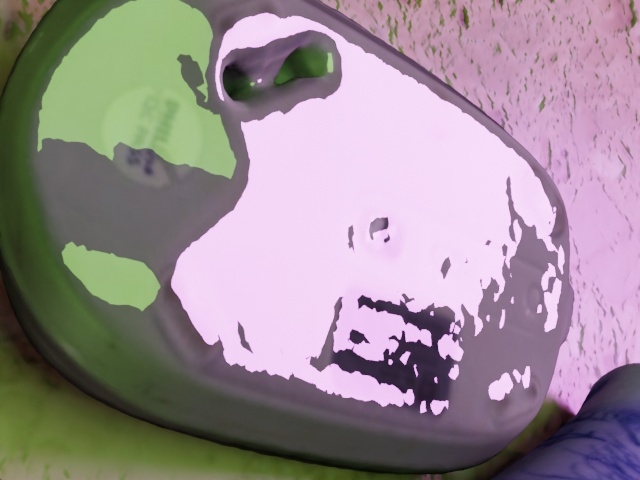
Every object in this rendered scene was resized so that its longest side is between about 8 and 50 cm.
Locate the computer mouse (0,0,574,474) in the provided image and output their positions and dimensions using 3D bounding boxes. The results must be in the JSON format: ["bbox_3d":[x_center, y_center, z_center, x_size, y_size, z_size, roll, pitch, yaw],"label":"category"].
[{"bbox_3d":[-0.004,0.000,0.588,0.331,0.095,0.197,25,75,-42],"label":"computer mouse"}]

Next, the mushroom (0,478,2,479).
[{"bbox_3d":[-0.243,0.127,0.375,0.329,0.122,0.159,15,35,-36],"label":"mushroom"}]

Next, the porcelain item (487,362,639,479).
[{"bbox_3d":[0.117,0.158,0.627,0.259,0.141,0.141,-40,105,-47],"label":"porcelain item"}]
